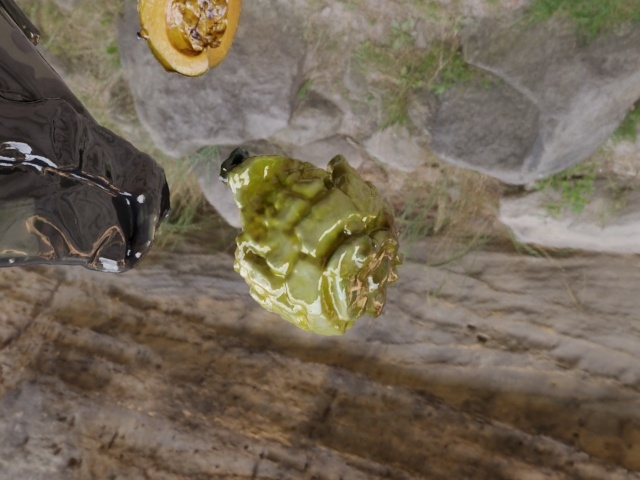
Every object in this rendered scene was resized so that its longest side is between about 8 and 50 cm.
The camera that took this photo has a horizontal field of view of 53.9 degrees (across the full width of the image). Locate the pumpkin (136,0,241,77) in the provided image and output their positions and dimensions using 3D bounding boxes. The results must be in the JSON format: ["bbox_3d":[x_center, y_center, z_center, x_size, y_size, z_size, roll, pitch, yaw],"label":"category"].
[{"bbox_3d":[-0.223,-0.432,1.074,0.163,0.111,0.279,20,123,18],"label":"pumpkin"}]

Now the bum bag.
[{"bbox_3d":[-0.212,-0.115,0.327,0.095,0.144,0.341,-32,98,28],"label":"bum bag"}]

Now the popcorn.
[{"bbox_3d":[0.007,0.003,0.991,0.237,0.293,0.293,16,165,32],"label":"popcorn"}]
